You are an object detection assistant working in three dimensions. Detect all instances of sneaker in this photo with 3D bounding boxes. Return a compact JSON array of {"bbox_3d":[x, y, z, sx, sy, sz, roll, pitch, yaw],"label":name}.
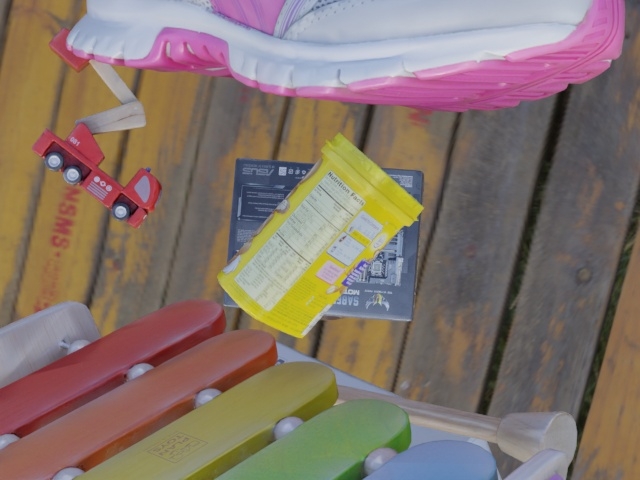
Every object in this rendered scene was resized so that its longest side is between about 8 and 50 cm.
[{"bbox_3d":[-0.003,-0.112,0.411,0.252,0.103,0.111,15,102,36],"label":"sneaker"}]

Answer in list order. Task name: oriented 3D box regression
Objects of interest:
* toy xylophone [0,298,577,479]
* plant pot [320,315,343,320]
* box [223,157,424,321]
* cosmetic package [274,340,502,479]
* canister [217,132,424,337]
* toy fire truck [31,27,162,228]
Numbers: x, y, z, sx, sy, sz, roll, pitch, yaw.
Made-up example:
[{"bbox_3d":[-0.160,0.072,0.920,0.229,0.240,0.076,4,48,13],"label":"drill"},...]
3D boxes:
[{"bbox_3d":[-0.038,0.093,0.454,0.323,0.236,0.081,5,115,37],"label":"toy xylophone"},{"bbox_3d":[-0.014,0.008,1.480,0.167,0.165,0.167,-12,64,26],"label":"plant pot"},{"bbox_3d":[0.005,0.000,1.306,0.233,0.059,0.183,4,87,7],"label":"box"},{"bbox_3d":[0.022,0.214,0.718,0.225,0.138,0.224,18,138,52],"label":"cosmetic package"},{"bbox_3d":[0.000,0.000,0.969,0.170,0.126,0.073,-48,59,5],"label":"canister"},{"bbox_3d":[-0.233,-0.118,1.145,0.192,0.047,0.135,38,85,-10],"label":"toy fire truck"}]
